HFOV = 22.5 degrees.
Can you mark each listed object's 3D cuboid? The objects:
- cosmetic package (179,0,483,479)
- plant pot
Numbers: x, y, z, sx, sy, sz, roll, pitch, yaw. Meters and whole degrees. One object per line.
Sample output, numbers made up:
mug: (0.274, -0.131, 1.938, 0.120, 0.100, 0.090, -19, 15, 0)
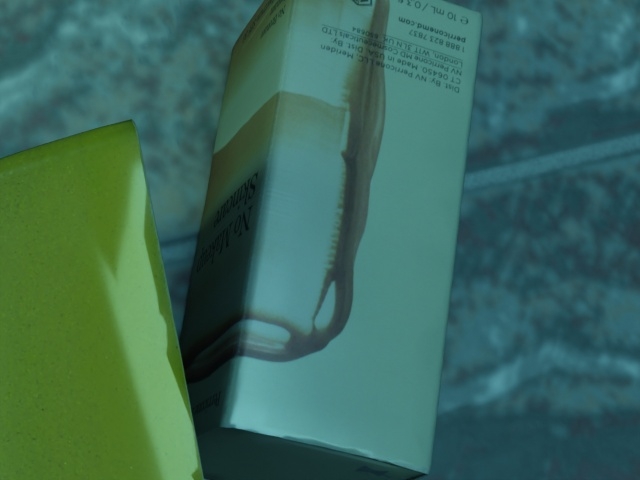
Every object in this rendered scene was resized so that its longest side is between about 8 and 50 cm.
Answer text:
cosmetic package: (0.000, 0.000, 0.980, 0.129, 0.153, 0.296, 15, 67, -17)
plant pot: (-0.179, 0.078, 0.854, 0.187, 0.212, 0.212, -9, 77, -14)
